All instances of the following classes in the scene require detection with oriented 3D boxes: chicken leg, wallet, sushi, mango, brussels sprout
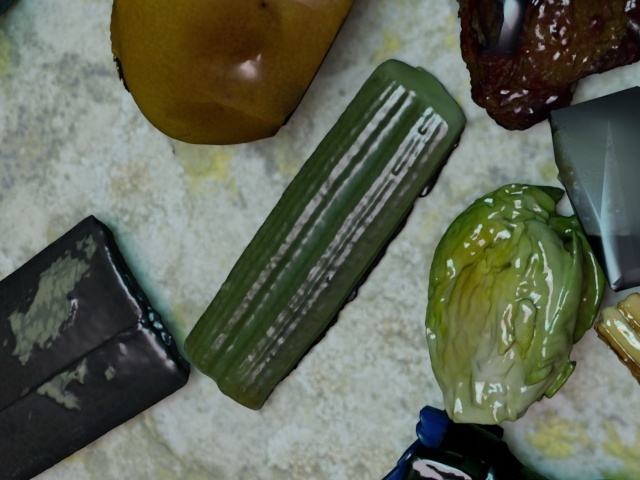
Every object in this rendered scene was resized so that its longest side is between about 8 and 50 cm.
[{"bbox_3d":[0.194,-0.229,0.889,0.177,0.083,0.322,14,104,9],"label":"chicken leg"},{"bbox_3d":[-0.275,0.126,1.118,0.321,0.044,0.170,-33,81,24],"label":"wallet"},{"bbox_3d":[0.303,-0.048,0.866,0.273,0.109,0.134,-13,79,4],"label":"sushi"},{"bbox_3d":[-0.074,-0.176,0.958,0.166,0.136,0.236,28,123,-6],"label":"mango"},{"bbox_3d":[0.142,0.048,0.931,0.139,0.100,0.181,12,99,44],"label":"brussels sprout"}]

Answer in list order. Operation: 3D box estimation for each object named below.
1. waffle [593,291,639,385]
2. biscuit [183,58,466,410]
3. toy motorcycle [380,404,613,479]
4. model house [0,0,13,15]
[{"bbox_3d":[0.258,0.106,0.884,0.042,0.102,0.148,-41,70,4],"label":"waffle"},{"bbox_3d":[0.000,0.000,1.011,0.099,0.038,0.322,41,109,14],"label":"biscuit"},{"bbox_3d":[0.201,0.237,0.933,0.331,0.125,0.196,26,104,11],"label":"toy motorcycle"},{"bbox_3d":[-0.431,-0.177,1.091,0.253,0.184,0.291,34,122,6],"label":"model house"}]
